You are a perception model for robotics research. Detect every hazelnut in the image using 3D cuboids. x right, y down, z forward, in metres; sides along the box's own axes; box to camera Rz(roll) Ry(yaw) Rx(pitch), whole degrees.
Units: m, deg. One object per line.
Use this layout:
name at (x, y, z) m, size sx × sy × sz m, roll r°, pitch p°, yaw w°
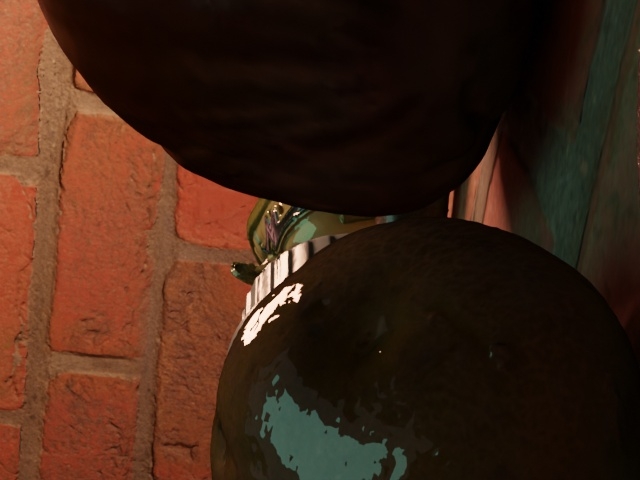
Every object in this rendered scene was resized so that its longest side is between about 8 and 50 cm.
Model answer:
hazelnut at (-0.010, -0.185, 0.921) m, size 0.372 × 0.315 × 0.372 m, roll 56°, pitch 159°, yaw 35°

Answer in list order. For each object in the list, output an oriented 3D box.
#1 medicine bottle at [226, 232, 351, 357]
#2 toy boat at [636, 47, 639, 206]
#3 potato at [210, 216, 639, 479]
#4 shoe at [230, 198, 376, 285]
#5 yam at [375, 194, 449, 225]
medicine bottle at (0.020, 0.135, 0.879) m, size 0.318 × 0.158 × 0.158 m, roll -93°, pitch 11°, yaw -57°
toy boat at (0.121, -0.074, 0.421) m, size 0.155 × 0.085 × 0.227 m, roll -108°, pitch 25°, yaw -80°
potato at (0.043, 0.080, 0.653) m, size 0.235 × 0.160 × 0.177 m, roll -150°, pitch 66°, yaw -62°
shoe at (-0.001, -0.007, 1.356) m, size 0.262 × 0.140 × 0.128 m, roll 113°, pitch 168°, yaw -61°
yam at (0.061, 0.028, 1.108) m, size 0.061 × 0.061 × 0.274 m, roll -165°, pitch 81°, yaw -85°
